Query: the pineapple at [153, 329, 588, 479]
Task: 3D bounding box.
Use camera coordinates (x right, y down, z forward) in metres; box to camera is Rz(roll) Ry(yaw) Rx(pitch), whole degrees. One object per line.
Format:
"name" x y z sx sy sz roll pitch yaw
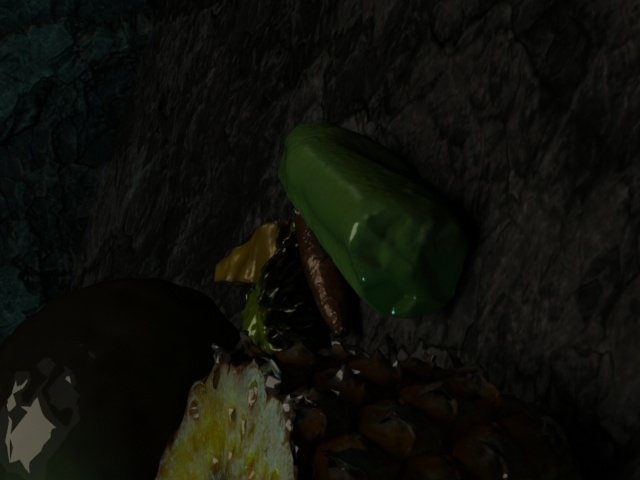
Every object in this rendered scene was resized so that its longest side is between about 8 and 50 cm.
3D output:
"pineapple" 0.039 0.247 0.964 0.352 0.300 0.352 -165 90 -69

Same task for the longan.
"longan" -0.269 0.263 1.619 0.436 0.404 0.404 -64 23 11

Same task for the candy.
"candy" 0.042 -0.034 1.354 0.343 0.142 0.132 -127 40 -64

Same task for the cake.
"cake" -0.093 0.015 1.749 0.185 0.080 0.116 -168 89 -73

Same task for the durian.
"durian" -0.042 0.107 1.531 0.375 0.106 0.132 -92 20 -44

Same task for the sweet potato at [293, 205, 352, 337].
"sweet potato" 0.000 0.000 1.529 0.314 0.072 0.066 -96 28 -44
